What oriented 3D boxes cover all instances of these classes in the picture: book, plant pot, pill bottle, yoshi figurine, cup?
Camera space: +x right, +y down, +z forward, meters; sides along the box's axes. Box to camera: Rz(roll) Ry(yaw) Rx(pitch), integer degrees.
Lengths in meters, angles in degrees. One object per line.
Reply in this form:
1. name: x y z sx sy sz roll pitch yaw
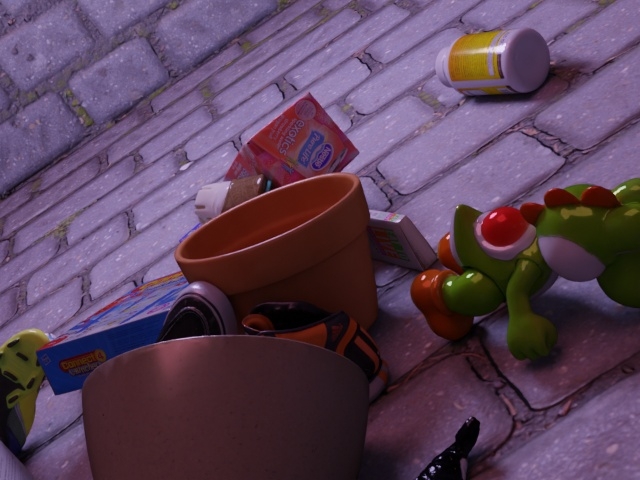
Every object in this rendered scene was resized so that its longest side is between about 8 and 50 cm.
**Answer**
1. book: 0.107 -0.007 1.512 0.035 0.096 0.144 -45 27 -20
2. plant pot: -0.042 0.051 1.417 0.291 0.203 0.291 -21 15 6
3. pill bottle: 0.316 -0.332 1.810 0.117 0.117 0.215 -45 28 -22
4. yoshi figurine: 0.296 0.037 1.186 0.203 0.203 0.362 -3 -13 -35
5. cup: -0.101 0.280 1.066 0.331 0.331 0.237 -21 56 26

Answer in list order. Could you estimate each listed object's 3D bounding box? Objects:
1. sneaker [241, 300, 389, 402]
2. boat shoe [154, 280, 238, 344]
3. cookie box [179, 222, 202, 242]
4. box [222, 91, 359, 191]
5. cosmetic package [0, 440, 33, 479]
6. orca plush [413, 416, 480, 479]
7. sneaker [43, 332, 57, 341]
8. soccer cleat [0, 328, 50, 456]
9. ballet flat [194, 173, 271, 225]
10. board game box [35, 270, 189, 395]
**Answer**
1. sneaker: -0.083 0.187 1.301 0.321 0.180 0.124 -32 25 5
2. boat shoe: -0.207 0.196 1.346 0.105 0.113 0.306 -40 -19 -55
3. cookie box: -0.227 -0.014 1.992 0.107 0.040 0.092 -42 26 -16
4. box: -0.063 -0.133 1.761 0.154 0.142 0.300 -40 1 -17
5. cosmetic package: -0.632 0.334 1.485 0.197 0.365 0.155 -36 25 -1
6. orca plush: 0.122 0.283 0.976 0.151 0.102 0.287 -16 30 33
7. sneaker: -0.596 0.263 1.923 0.191 0.071 0.083 -41 32 -14
8. soccer cleat: -0.529 0.264 1.670 0.121 0.093 0.289 -56 -10 -70
9. ballet flat: -0.160 -0.047 1.706 0.342 0.124 0.116 118 170 -78
10. board game box: -0.264 0.130 1.625 0.308 0.086 0.302 -18 11 30
